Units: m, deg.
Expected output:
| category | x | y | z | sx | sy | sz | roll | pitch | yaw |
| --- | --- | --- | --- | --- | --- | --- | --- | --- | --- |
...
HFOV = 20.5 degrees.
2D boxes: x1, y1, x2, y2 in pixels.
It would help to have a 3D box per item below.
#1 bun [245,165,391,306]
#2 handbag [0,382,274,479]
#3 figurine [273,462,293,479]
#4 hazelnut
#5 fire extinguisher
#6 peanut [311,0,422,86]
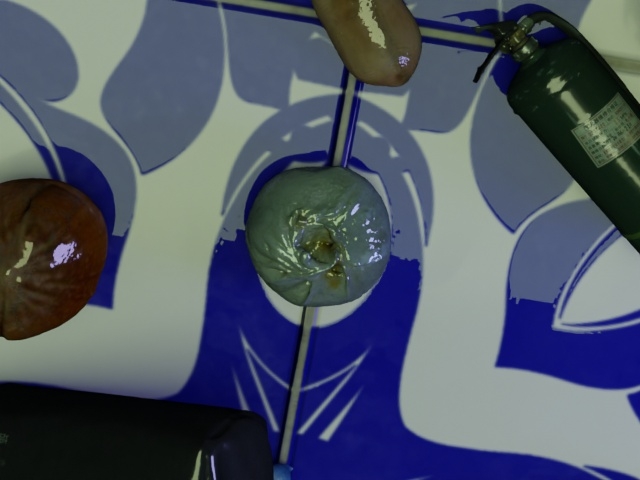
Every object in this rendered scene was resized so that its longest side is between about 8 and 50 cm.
| category | x | y | z | sx | sy | sz | roll | pitch | yaw |
| --- | --- | --- | --- | --- | --- | --- | --- | --- | --- |
| bun | 0.000 | 0.000 | 1.648 | 0.141 | 0.083 | 0.140 | -2 | 105 | -6 |
| handbag | -0.201 | 0.282 | 1.631 | 0.302 | 0.178 | 0.275 | 3 | 102 | 22 |
| figurine | -0.070 | 0.247 | 1.725 | 0.114 | 0.079 | 0.114 | 7 | 76 | -27 |
| hazelnut | -0.261 | 0.018 | 1.609 | 0.150 | 0.150 | 0.150 | -1 | 105 | -3 |
| fire extinguisher | 0.245 | -0.109 | 1.628 | 0.294 | 0.093 | 0.118 | 47 | 73 | -13 |
| peanut | 0.038 | -0.204 | 1.600 | 0.076 | 0.076 | 0.152 | -29 | 107 | 5 |
